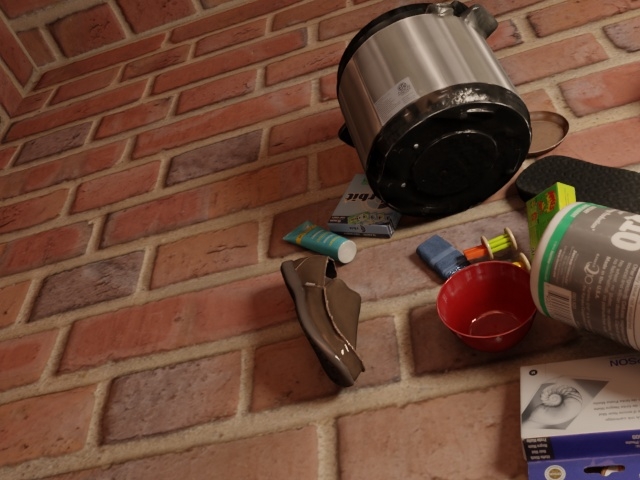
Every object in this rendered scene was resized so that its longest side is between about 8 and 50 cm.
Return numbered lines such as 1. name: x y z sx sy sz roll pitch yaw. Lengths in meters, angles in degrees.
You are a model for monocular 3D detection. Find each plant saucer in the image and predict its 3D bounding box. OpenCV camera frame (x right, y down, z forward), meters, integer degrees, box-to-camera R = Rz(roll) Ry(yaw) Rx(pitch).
1. plant saucer: 0.506 -0.250 1.669 0.168 0.029 0.168 -15 39 13

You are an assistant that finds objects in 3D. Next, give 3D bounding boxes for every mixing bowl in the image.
1. mixing bowl: 0.307 0.135 1.266 0.181 0.098 0.181 -14 39 11

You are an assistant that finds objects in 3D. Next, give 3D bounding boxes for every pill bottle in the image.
1. pill bottle: 0.524 0.075 1.057 0.361 0.204 0.204 21 56 45

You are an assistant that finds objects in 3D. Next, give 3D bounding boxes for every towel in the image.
1. towel: 0.255 0.037 1.463 0.067 0.029 0.119 -30 40 -10

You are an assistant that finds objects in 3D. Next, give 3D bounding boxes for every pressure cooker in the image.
1. pressure cooker: 0.232 -0.312 1.553 0.370 0.375 0.420 -13 53 -6

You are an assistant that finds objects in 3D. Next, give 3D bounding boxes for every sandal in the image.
1. sandal: 0.554 -0.063 1.376 0.167 0.107 0.446 -35 26 0

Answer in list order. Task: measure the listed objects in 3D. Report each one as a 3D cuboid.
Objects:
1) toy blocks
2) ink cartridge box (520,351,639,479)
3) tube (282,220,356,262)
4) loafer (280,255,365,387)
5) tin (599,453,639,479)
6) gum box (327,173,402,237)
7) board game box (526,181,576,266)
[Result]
1. toy blocks: 0.322 0.049 1.382 0.148 0.054 0.123 -22 52 3
2. ink cartridge box: 0.416 0.267 1.062 0.223 0.045 0.224 -12 31 21
3. tube: 0.000 0.000 1.630 0.080 0.052 0.207 -32 32 -26
4. loafer: 0.019 0.132 1.389 0.130 0.134 0.366 -25 38 -2
5. tin: 0.453 0.377 0.961 0.106 0.040 0.189 -13 39 7
6. gum box: 0.123 -0.086 1.665 0.157 0.041 0.184 4 47 30
7. board game box: 0.440 -0.007 1.322 0.092 0.043 0.181 137 141 -56
